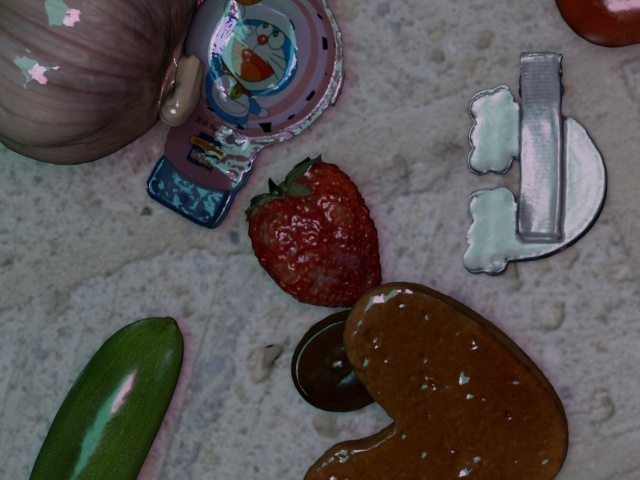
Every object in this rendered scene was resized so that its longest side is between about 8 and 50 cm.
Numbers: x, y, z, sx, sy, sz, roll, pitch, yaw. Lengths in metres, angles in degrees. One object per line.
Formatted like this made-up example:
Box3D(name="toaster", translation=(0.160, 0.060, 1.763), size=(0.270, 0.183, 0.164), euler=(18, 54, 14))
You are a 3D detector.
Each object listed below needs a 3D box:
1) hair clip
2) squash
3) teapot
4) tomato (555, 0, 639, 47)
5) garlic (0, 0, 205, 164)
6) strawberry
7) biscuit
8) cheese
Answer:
Box3D(name="hair clip", translation=(0.212, -0.074, 1.607), size=(0.140, 0.054, 0.220), euler=(1, 91, 9))
Box3D(name="squash", translation=(-0.247, 0.255, 1.678), size=(0.107, 0.107, 0.395), euler=(25, 95, 13))
Box3D(name="teapot", translation=(0.030, 0.118, 1.628), size=(0.129, 0.078, 0.098), euler=(-28, 82, 11))
Box3D(name="tomato", translation=(0.294, -0.272, 1.539), size=(0.187, 0.151, 0.187), euler=(1, 96, 11))
Box3D(name="garlic", translation=(-0.237, -0.220, 1.593), size=(0.241, 0.322, 0.321), euler=(2, 89, -18))
Box3D(name="strawberry", translation=(-0.001, -0.003, 1.616), size=(0.131, 0.131, 0.148), euler=(-43, 78, 9))
Box3D(name="biscuit", translation=(0.090, 0.194, 1.595), size=(0.262, 0.052, 0.277), euler=(37, 100, -7))
Box3D(name="cheese", translation=(-0.081, -0.153, 1.666), size=(0.189, 0.074, 0.286), euler=(30, 96, 14))
